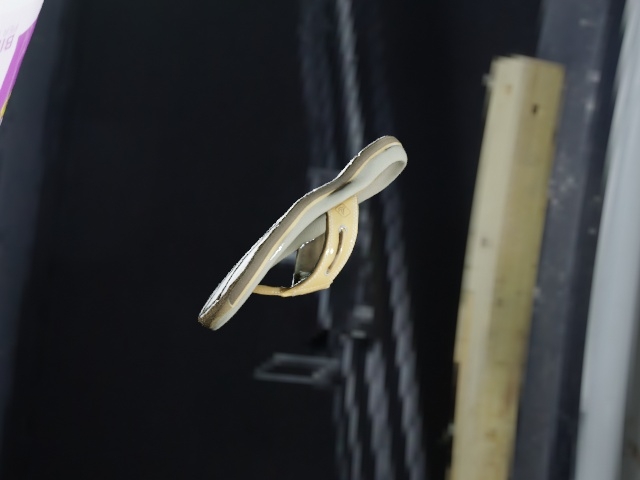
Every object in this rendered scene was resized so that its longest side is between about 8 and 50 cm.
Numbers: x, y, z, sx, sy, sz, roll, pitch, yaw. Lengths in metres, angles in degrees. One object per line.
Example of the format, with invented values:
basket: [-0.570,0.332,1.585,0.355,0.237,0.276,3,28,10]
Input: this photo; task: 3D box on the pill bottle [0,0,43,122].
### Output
pill bottle: [-0.227,-0.032,0.783,0.301,0.169,0.169,-64,-146,31]

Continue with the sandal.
sandal: [0.000,0.000,1.123,0.049,0.180,0.072,48,-37,4]
